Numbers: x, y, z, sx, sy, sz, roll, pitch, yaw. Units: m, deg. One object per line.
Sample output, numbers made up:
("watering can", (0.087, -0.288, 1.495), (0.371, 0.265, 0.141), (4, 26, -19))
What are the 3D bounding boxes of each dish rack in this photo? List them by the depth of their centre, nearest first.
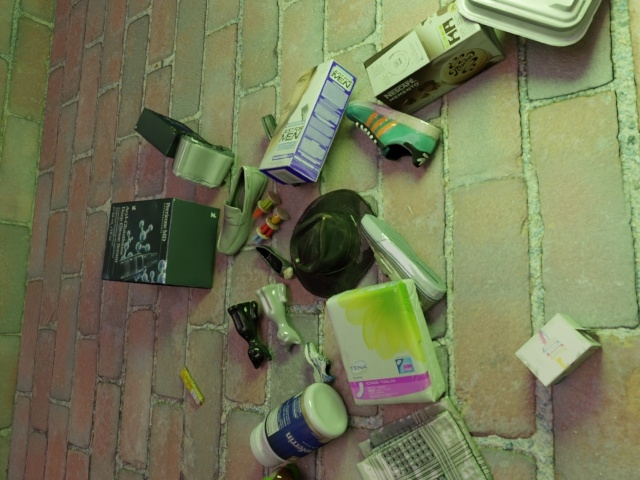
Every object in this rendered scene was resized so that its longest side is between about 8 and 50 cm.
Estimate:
("dish rack", (0.487, -0.604, 1.143), (0.286, 0.072, 0.332), (27, 79, 19))

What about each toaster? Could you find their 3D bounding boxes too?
("toaster", (-0.419, -0.277, 1.825), (0.146, 0.227, 0.129), (-66, 27, 11))

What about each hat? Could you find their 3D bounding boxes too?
("hat", (0.000, 0.000, 1.497), (0.332, 0.134, 0.331), (-8, 77, 38))

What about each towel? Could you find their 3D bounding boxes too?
("towel", (0.249, 0.576, 1.249), (0.312, 0.056, 0.324), (-40, 59, 27))

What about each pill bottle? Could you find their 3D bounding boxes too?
("pill bottle", (-0.065, 0.515, 1.447), (0.265, 0.153, 0.153), (-40, 60, 28))

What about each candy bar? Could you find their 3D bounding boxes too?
("candy bar", (-0.453, 0.510, 1.843), (0.161, 0.018, 0.040), (45, 114, 34))

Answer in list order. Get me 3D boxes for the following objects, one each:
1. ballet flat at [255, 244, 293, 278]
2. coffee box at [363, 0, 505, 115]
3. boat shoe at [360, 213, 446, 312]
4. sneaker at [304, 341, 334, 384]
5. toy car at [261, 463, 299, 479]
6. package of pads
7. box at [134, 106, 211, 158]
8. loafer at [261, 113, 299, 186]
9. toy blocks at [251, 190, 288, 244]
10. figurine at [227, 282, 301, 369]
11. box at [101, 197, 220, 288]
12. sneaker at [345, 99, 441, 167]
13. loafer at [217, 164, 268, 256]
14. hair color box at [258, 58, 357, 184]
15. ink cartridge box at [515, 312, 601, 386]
("ballet flat", (-0.146, 0.070, 1.653), (0.173, 0.049, 0.057), (36, 106, 37))
("coffee box", (0.282, -0.454, 1.326), (0.297, 0.168, 0.118), (-26, 67, 32))
("boat shoe", (0.191, 0.055, 1.353), (0.094, 0.109, 0.302), (-52, 58, 22))
("sneaker", (0.002, 0.347, 1.496), (0.058, 0.052, 0.135), (-31, 71, 20))
("toy car", (-0.072, 0.724, 1.430), (0.189, 0.155, 0.148), (22, 96, 26))
("package of pads", (0.155, 0.257, 1.309), (0.229, 0.101, 0.296), (-16, 90, 36))
("box", (-0.545, -0.381, 1.963), (0.261, 0.184, 0.103), (38, 106, 36))
("loafer", (-0.102, -0.296, 1.669), (0.084, 0.096, 0.267), (-28, 72, 11))
("toy blocks", (-0.182, -0.069, 1.703), (0.148, 0.054, 0.123), (-43, 59, 26))
("figurine", (-0.166, 0.266, 1.623), (0.215, 0.092, 0.209), (-32, 72, 29))
("box", (-0.582, 0.016, 1.907), (0.396, 0.212, 0.293), (-1, 81, 38))
("sneaker", (0.172, -0.290, 1.424), (0.302, 0.108, 0.121), (30, 97, 36))
("loafer", (-0.281, -0.100, 1.750), (0.112, 0.112, 0.319), (26, 99, 39))
("hair color box", (-0.039, -0.336, 1.525), (0.185, 0.110, 0.338), (4, 69, 56))
("ink cartridge box", (0.498, 0.219, 1.088), (0.143, 0.092, 0.090), (-52, 55, 18))
